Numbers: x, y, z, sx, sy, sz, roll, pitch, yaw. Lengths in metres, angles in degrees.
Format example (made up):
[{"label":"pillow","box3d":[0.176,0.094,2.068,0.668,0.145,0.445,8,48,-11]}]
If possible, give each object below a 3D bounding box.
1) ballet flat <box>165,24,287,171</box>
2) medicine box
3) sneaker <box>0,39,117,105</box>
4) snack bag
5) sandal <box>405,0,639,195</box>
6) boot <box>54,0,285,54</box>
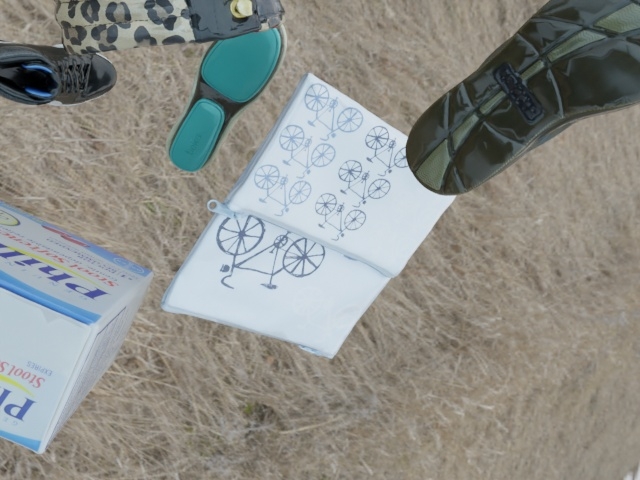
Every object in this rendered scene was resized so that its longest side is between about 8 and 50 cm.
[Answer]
[{"label":"ballet flat","box3d":[-0.118,-0.189,0.792,0.086,0.248,0.086,28,37,-24]},{"label":"medicine box","box3d":[-0.362,0.069,0.725,0.263,0.289,0.149,26,94,-7]},{"label":"sneaker","box3d":[-0.320,-0.192,0.770,0.216,0.121,0.079,-10,118,-50]},{"label":"snack bag","box3d":[0.000,0.000,0.817,0.323,0.037,0.343,24,108,-41]},{"label":"sandal","box3d":[0.159,-0.103,0.435,0.090,0.219,0.060,58,28,8]},{"label":"boot","box3d":[-0.066,-0.306,0.476,0.377,0.138,0.284,-10,114,-4]}]
